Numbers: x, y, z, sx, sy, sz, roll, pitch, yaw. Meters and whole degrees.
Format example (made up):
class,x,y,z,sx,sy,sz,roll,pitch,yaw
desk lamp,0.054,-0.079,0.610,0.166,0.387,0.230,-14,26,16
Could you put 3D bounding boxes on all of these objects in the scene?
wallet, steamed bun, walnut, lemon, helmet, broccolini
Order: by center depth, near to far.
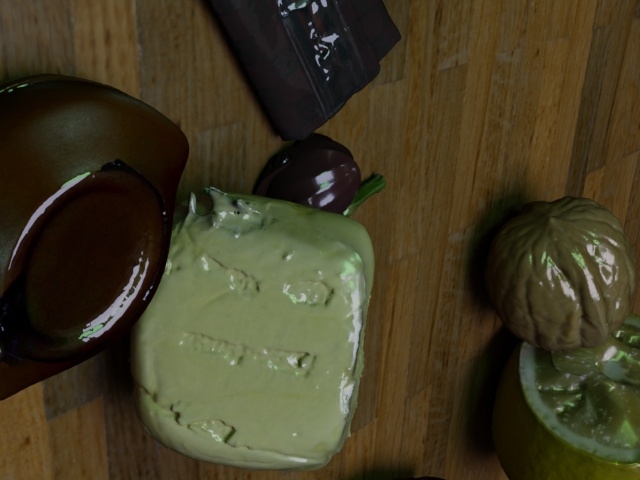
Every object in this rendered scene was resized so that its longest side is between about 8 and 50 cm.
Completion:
class,x,y,z,sx,sy,sz,roll,pitch,yaw
steamed bun,-0.066,0.079,0.887,0.166,0.232,0.273,-99,-165,-79
wallet,-0.015,-0.229,0.893,0.182,0.049,0.229,-48,137,-15
helmet,-0.006,-0.056,0.976,0.123,0.070,0.098,-47,139,-22
broccolini,0.000,0.000,1.043,0.239,0.051,0.054,-48,133,-30
walnut,0.354,0.048,1.336,0.225,0.225,0.261,-47,139,-21
lemon,0.447,0.316,1.488,0.364,0.364,0.364,-25,127,-38

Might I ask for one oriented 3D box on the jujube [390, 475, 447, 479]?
class,x,y,z,sx,sy,sz,roll,pitch,yaw
jujube,0.126,0.433,1.311,0.255,0.190,0.190,-14,120,-52

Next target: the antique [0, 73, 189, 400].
class,x,y,z,sx,sy,sz,roll,pitch,yaw
antique,-0.218,-0.002,0.719,0.278,0.129,0.223,-52,141,-12

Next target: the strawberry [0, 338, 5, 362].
class,x,y,z,sx,sy,sz,roll,pitch,yaw
strawberry,-0.323,0.072,0.609,0.233,0.138,0.306,27,86,-7
